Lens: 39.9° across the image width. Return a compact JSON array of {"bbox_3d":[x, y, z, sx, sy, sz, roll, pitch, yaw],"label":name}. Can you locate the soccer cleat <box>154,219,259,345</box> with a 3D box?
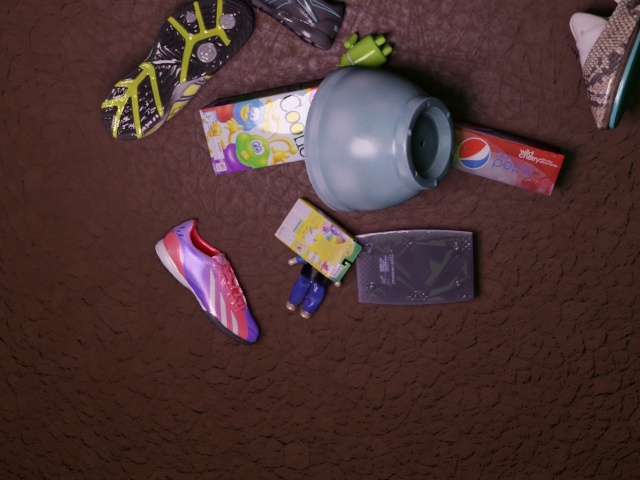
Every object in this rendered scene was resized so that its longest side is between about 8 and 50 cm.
[{"bbox_3d":[-0.231,0.098,1.980,0.116,0.108,0.318,-40,96,13],"label":"soccer cleat"}]

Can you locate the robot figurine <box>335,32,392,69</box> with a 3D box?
[{"bbox_3d":[0.090,-0.374,1.804,0.115,0.067,0.101,-33,112,16],"label":"robot figurine"}]

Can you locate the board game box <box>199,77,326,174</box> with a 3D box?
[{"bbox_3d":[-0.088,-0.240,1.831,0.275,0.142,0.144,-10,106,11],"label":"board game box"}]

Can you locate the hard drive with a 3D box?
[{"bbox_3d":[0.205,0.053,1.928,0.255,0.054,0.172,-2,107,9],"label":"hard drive"}]

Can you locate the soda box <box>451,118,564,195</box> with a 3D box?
[{"bbox_3d":[0.359,-0.178,1.819,0.263,0.083,0.092,16,109,2],"label":"soda box"}]

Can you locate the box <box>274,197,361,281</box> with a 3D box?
[{"bbox_3d":[0.000,0.000,1.914,0.179,0.043,0.105,39,105,18],"label":"box"}]

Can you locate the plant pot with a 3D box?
[{"bbox_3d":[0.136,-0.192,1.706,0.196,0.293,0.293,8,111,38],"label":"plant pot"}]

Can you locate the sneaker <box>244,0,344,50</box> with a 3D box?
[{"bbox_3d":[-0.074,-0.492,1.779,0.267,0.101,0.106,29,98,-17],"label":"sneaker"}]

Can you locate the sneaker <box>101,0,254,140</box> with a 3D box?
[{"bbox_3d":[-0.299,-0.362,1.834,0.385,0.147,0.145,-41,96,-1],"label":"sneaker"}]

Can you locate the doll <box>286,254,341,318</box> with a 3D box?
[{"bbox_3d":[-0.015,0.077,1.970,0.129,0.046,0.189,29,109,6],"label":"doll"}]

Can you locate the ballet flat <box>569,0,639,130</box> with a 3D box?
[{"bbox_3d":[0.591,-0.457,1.680,0.182,0.164,0.482,30,106,21],"label":"ballet flat"}]
